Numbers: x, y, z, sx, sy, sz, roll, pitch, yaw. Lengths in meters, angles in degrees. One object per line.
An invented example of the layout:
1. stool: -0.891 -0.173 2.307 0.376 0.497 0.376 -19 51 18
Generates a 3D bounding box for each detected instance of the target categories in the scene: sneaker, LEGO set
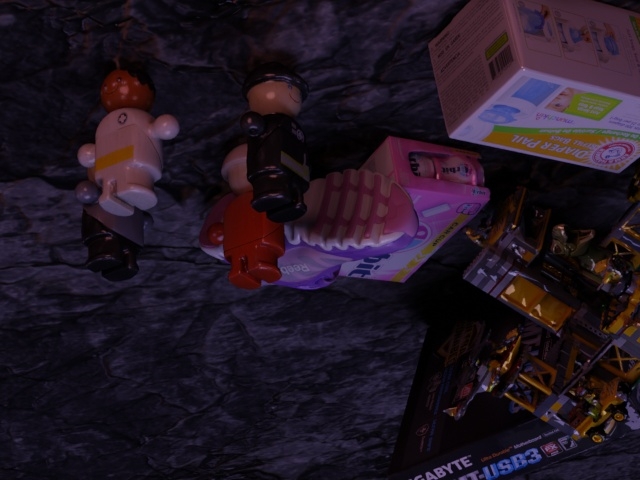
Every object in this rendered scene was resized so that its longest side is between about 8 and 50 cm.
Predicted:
1. sneaker: 0.000 0.000 1.564 0.236 0.095 0.104 -6 136 33
2. LEGO set: 0.240 0.024 1.565 0.192 0.331 0.255 31 137 -6

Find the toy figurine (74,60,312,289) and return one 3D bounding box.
1. toy figurine: -0.115 -0.063 1.430 0.209 0.148 0.213 2 153 -9

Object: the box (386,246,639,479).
1. box: 0.234 0.149 1.783 0.293 0.295 0.073 -27 111 29

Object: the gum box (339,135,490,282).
1. gum box: 0.080 -0.031 1.620 0.107 0.062 0.188 7 148 -27

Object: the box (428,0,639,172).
1. box: 0.215 -0.144 1.409 0.203 0.103 0.114 9 147 -30
